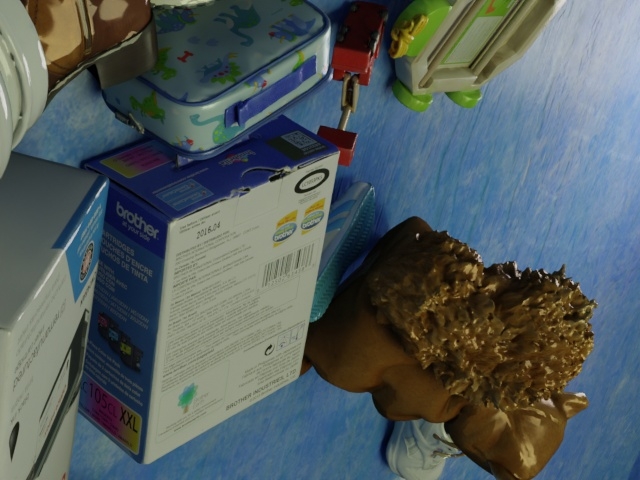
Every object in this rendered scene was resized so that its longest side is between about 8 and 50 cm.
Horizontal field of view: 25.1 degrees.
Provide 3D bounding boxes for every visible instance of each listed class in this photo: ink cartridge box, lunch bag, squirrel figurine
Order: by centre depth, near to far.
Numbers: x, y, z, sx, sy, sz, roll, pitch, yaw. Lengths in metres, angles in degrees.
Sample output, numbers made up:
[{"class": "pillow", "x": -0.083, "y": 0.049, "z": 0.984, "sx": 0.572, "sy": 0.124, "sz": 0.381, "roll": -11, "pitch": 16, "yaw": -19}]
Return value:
[{"class": "ink cartridge box", "x": -0.330, "y": 0.150, "z": 1.329, "sx": 0.285, "sy": 0.166, "sz": 0.395, "roll": -72, "pitch": 176, "yaw": -59}, {"class": "lunch bag", "x": -0.104, "y": -0.179, "z": 1.455, "sx": 0.219, "sy": 0.176, "sz": 0.090, "roll": -37, "pitch": 144, "yaw": -32}, {"class": "ink cartridge box", "x": -0.130, "y": 0.017, "z": 1.621, "sx": 0.270, "sy": 0.151, "sz": 0.395, "roll": -26, "pitch": 138, "yaw": -43}, {"class": "squirrel figurine", "x": 0.190, "y": 0.165, "z": 1.889, "sx": 0.281, "sy": 0.370, "sz": 0.397, "roll": -46, "pitch": -177, "yaw": -27}]

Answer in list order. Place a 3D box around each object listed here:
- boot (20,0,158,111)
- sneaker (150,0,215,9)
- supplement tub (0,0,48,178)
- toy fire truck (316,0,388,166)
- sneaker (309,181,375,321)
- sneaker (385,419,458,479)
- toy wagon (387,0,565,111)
[{"class": "boot", "x": -0.274, "y": -0.235, "z": 1.243, "sx": 0.264, "sy": 0.096, "sz": 0.280, "roll": -23, "pitch": 130, "yaw": -16}, {"class": "sneaker", "x": -0.098, "y": -0.322, "z": 1.435, "sx": 0.283, "sy": 0.110, "sz": 0.122, "roll": -35, "pitch": 120, "yaw": -29}, {"class": "supplement tub", "x": -0.381, "y": -0.073, "z": 1.053, "sx": 0.331, "sy": 0.241, "sz": 0.241, "roll": -51, "pitch": 152, "yaw": -42}, {"class": "toy fire truck", "x": 0.037, "y": -0.187, "z": 1.693, "sx": 0.192, "sy": 0.047, "sz": 0.135, "roll": -70, "pitch": 171, "yaw": -56}, {"class": "sneaker", "x": 0.000, "y": 0.000, "z": 1.860, "sx": 0.228, "sy": 0.092, "sz": 0.087, "roll": -54, "pitch": 151, "yaw": -35}, {"class": "sneaker", "x": 0.189, "y": 0.326, "z": 2.360, "sx": 0.114, "sy": 0.152, "sz": 0.305, "roll": -42, "pitch": 148, "yaw": -28}, {"class": "toy wagon", "x": 0.191, "y": -0.282, "z": 1.833, "sx": 0.344, "sy": 0.068, "sz": 0.267, "roll": -10, "pitch": 144, "yaw": -50}]
